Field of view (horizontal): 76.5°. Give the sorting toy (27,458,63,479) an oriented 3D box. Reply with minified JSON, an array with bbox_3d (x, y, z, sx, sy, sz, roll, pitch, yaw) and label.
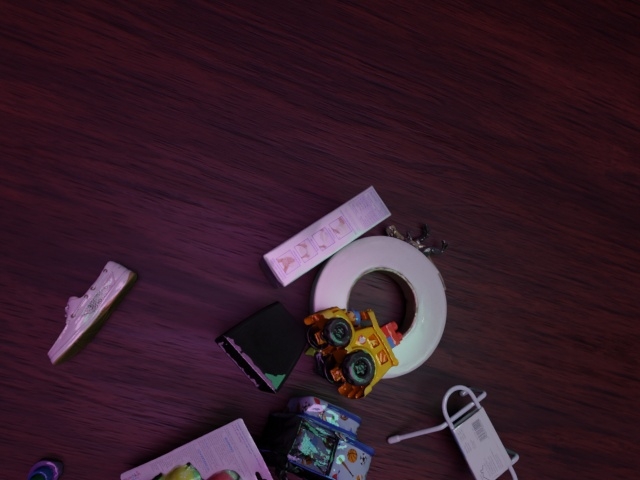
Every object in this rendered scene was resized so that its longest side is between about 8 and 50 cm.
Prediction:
[{"bbox_3d":[-0.662,0.704,0.915,0.127,0.126,0.365,5,82,-10],"label":"sorting toy"}]

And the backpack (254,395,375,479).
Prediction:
[{"bbox_3d":[-0.004,0.520,1.019,0.263,0.276,0.213,36,64,-8],"label":"backpack"}]

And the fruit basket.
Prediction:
[{"bbox_3d":[-0.255,0.623,0.948,0.353,0.165,0.327,-29,88,3],"label":"fruit basket"}]

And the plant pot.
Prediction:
[{"bbox_3d":[-0.142,0.267,1.061,0.187,0.188,0.167,48,62,-1],"label":"plant pot"}]

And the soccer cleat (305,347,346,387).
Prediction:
[{"bbox_3d":[0.026,0.367,1.138,0.072,0.060,0.179,-35,83,-4],"label":"soccer cleat"}]

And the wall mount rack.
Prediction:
[{"bbox_3d":[0.381,0.590,1.143,0.304,0.130,0.350,-26,87,-17],"label":"wall mount rack"}]

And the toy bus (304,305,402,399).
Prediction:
[{"bbox_3d":[0.095,0.243,1.008,0.211,0.149,0.220,-27,85,-28],"label":"toy bus"}]

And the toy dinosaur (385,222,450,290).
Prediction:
[{"bbox_3d":[0.317,0.024,1.240,0.268,0.064,0.118,43,91,-3],"label":"toy dinosaur"}]

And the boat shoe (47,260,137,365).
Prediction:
[{"bbox_3d":[-0.590,0.175,1.024,0.096,0.098,0.277,35,68,-4],"label":"boat shoe"}]

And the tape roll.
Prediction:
[{"bbox_3d":[0.164,0.181,1.135,0.392,0.072,0.392,2,80,-11],"label":"tape roll"}]

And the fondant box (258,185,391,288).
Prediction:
[{"bbox_3d":[0.000,0.000,1.088,0.330,0.238,0.096,-35,90,-14],"label":"fondant box"}]
